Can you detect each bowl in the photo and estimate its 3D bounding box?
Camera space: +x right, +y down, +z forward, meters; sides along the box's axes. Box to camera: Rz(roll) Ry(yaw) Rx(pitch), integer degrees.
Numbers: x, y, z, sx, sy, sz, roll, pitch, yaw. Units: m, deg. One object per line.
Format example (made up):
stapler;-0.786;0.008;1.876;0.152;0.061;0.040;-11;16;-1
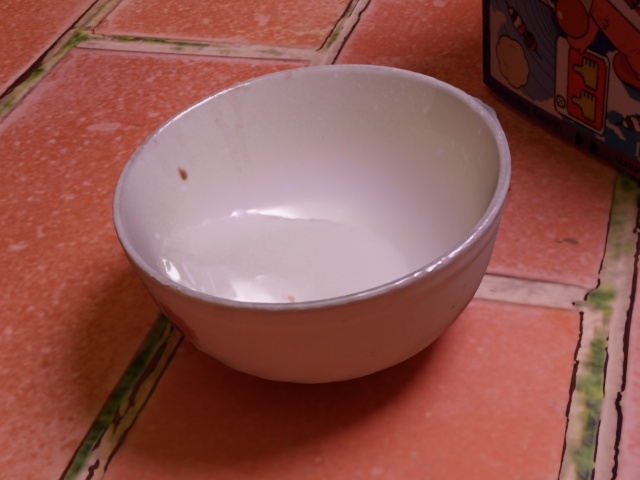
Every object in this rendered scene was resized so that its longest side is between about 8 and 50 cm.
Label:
bowl;0.000;0.000;0.684;0.277;0.145;0.277;-5;39;4

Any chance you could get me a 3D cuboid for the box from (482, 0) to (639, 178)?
box;0.315;-0.260;0.769;0.256;0.349;0.318;-28;45;-20
